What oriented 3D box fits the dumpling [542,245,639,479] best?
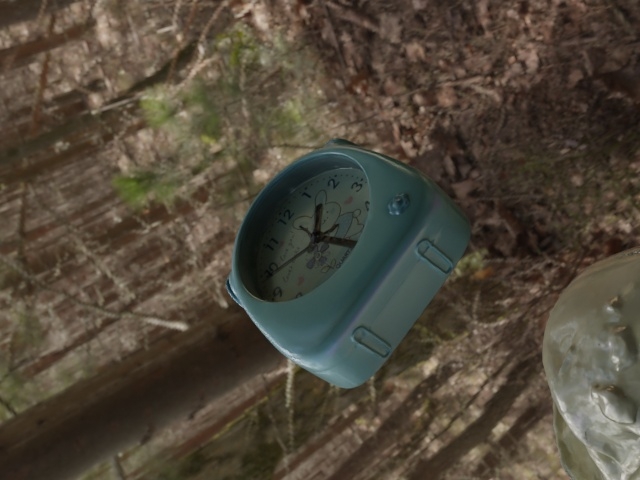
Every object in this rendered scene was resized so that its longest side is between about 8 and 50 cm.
[{"bbox_3d":[0.371,0.160,0.980,0.395,0.233,0.315,130,149,-60],"label":"dumpling"}]

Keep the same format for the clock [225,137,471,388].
[{"bbox_3d":[-0.001,0.000,0.472,0.045,0.108,0.147,38,179,-40],"label":"clock"}]
